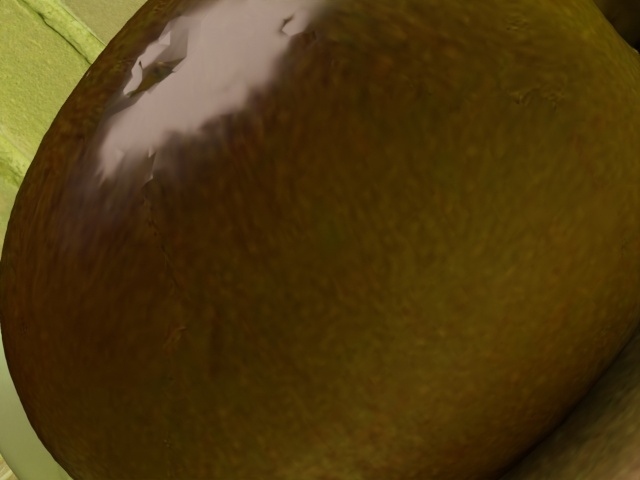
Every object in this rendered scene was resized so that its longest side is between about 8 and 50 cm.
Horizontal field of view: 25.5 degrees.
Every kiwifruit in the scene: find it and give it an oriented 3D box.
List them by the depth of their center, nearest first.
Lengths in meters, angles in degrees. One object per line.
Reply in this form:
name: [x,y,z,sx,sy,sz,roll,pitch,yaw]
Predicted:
kiwifruit: [0.000,0.000,0.467,0.234,0.196,0.196,-43,8,16]

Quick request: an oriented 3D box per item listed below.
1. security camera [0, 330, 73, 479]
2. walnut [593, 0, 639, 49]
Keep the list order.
security camera: [-0.082,0.048,0.751,0.236,0.194,0.194,-49,6,27]
walnut: [0.074,-0.201,0.746,0.306,0.306,0.344,-46,1,19]
